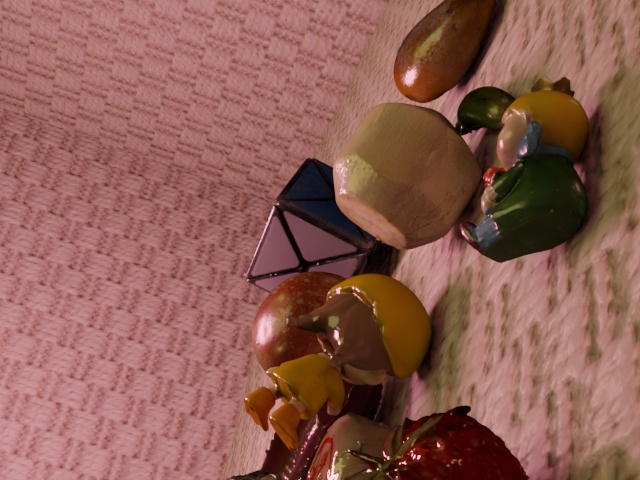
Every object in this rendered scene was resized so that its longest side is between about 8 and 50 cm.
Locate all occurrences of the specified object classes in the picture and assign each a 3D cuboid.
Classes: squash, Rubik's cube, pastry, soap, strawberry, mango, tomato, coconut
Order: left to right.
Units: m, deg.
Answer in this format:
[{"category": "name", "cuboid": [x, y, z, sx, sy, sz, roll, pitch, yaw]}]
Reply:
[{"category": "tomato", "cuboid": [-0.016, 0.186, 1.862, 0.270, 0.270, 0.223, 116, 146, -40]}, {"category": "Rubik's cube", "cuboid": [0.000, 0.000, 2.073, 0.260, 0.259, 0.255, -52, -12, -54]}, {"category": "soap", "cuboid": [0.016, 0.332, 1.652, 0.182, 0.112, 0.289, -5, -57, -58]}, {"category": "pastry", "cuboid": [0.050, 0.416, 1.470, 0.265, 0.133, 0.265, -159, 90, -85]}, {"category": "coconut", "cuboid": [0.161, -0.123, 1.576, 0.247, 0.245, 0.245, -54, 4, -14]}, {"category": "strawberry", "cuboid": [0.128, 0.331, 0.959, 0.261, 0.258, 0.261, -43, -1, -1]}, {"category": "mango", "cuboid": [0.272, -0.425, 1.859, 0.316, 0.146, 0.193, -50, 20, 30]}, {"category": "squash", "cuboid": [0.285, -0.227, 1.533, 0.318, 0.071, 0.080, -140, 66, -81]}]

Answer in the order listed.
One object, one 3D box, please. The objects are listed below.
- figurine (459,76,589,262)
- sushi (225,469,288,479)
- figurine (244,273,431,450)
[{"category": "figurine", "cuboid": [0.268, -0.097, 1.159, 0.185, 0.127, 0.234, -37, 46, 45]}, {"category": "sushi", "cuboid": [-0.079, 0.506, 1.330, 0.352, 0.178, 0.294, 9, 118, 61]}, {"category": "figurine", "cuboid": [0.036, 0.202, 1.503, 0.343, 0.215, 0.187, -40, -40, -21]}]
